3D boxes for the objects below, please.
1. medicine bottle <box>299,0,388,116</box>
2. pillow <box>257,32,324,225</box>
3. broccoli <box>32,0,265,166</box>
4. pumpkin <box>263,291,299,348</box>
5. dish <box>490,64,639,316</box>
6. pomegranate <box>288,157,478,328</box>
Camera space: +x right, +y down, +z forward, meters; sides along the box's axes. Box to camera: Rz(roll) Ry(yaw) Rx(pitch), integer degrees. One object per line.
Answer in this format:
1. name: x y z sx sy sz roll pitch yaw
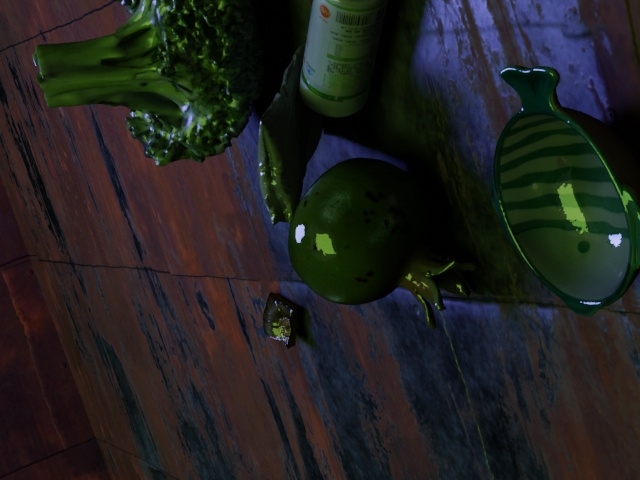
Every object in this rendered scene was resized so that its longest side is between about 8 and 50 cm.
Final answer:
1. medicine bottle: 0.026 -0.234 1.593 0.086 0.086 0.183 54 152 29
2. pillow: -0.034 -0.138 1.702 0.230 0.050 0.148 -72 -17 -53
3. broccoli: -0.220 -0.265 1.878 0.375 0.302 0.249 104 176 -60
4. pumpkin: -0.056 0.121 2.144 0.101 0.035 0.073 33 128 57
5. dish: 0.246 -0.055 1.290 0.224 0.078 0.246 15 125 61
6. pomegranate: 0.072 0.008 1.622 0.224 0.181 0.181 37 146 17
